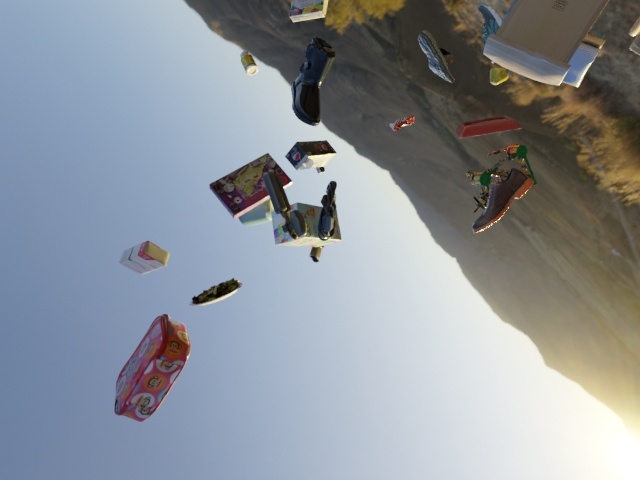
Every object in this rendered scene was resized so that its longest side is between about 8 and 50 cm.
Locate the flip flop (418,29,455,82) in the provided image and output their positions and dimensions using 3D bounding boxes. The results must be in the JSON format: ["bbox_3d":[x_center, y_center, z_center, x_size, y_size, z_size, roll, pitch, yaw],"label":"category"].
[{"bbox_3d":[0.450,-0.689,1.534,0.277,0.080,0.112,33,-164,-49],"label":"flip flop"}]

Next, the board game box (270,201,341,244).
[{"bbox_3d":[-0.054,-0.058,1.690,0.275,0.142,0.144,5,-106,-55],"label":"board game box"}]

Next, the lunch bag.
[{"bbox_3d":[-0.541,0.394,1.323,0.120,0.293,0.258,33,-178,-28],"label":"lunch bag"}]

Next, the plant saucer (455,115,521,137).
[{"bbox_3d":[0.770,-0.534,1.911,0.259,0.259,0.047,-58,-40,-65],"label":"plant saucer"}]

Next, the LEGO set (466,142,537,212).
[{"bbox_3d":[0.809,-0.287,1.902,0.255,0.331,0.192,49,174,-19],"label":"LEGO set"}]

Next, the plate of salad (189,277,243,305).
[{"bbox_3d":[-0.378,0.183,1.479,0.200,0.200,0.048,-48,-58,-73],"label":"plate of salad"}]

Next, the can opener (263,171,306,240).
[{"bbox_3d":[-0.122,-0.124,1.461,0.074,0.093,0.280,17,-135,-65],"label":"can opener"}]

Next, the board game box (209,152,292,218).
[{"bbox_3d":[-0.335,-0.271,1.997,0.208,0.347,0.056,51,156,9],"label":"board game box"}]

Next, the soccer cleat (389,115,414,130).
[{"bbox_3d":[0.247,-0.358,1.241,0.035,0.083,0.029,46,160,37],"label":"soccer cleat"}]

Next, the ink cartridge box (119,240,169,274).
[{"bbox_3d":[-0.684,0.069,1.597,0.109,0.151,0.063,42,-139,-43],"label":"ink cartridge box"}]

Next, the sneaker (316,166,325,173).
[{"bbox_3d":[-0.019,-0.376,2.003,0.040,0.044,0.108,-24,-86,-35],"label":"sneaker"}]

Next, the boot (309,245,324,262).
[{"bbox_3d":[0.000,0.000,2.072,0.091,0.228,0.263,14,173,14],"label":"boot"}]

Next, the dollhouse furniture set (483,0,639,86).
[{"bbox_3d":[0.453,-0.326,0.784,0.287,0.198,0.303,33,179,17],"label":"dollhouse furniture set"}]

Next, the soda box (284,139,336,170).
[{"bbox_3d":[-0.023,-0.238,1.138,0.053,0.060,0.169,50,-149,9],"label":"soda box"}]

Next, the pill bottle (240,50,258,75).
[{"bbox_3d":[-0.356,-0.879,2.029,0.065,0.065,0.116,16,-136,-60],"label":"pill bottle"}]

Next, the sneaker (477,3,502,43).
[{"bbox_3d":[0.516,-0.631,1.238,0.166,0.076,0.065,49,-154,-7],"label":"sneaker"}]

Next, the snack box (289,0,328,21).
[{"bbox_3d":[-0.044,-0.905,1.579,0.037,0.141,0.100,30,-114,-64],"label":"snack box"}]

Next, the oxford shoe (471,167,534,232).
[{"bbox_3d":[0.636,-0.143,1.491,0.098,0.271,0.097,43,-175,4],"label":"oxford shoe"}]

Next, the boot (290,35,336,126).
[{"bbox_3d":[-0.020,-0.530,1.361,0.094,0.207,0.246,8,-131,-26],"label":"boot"}]

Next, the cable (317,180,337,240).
[{"bbox_3d":[0.022,-0.085,1.194,0.184,0.047,0.150,86,-171,-54],"label":"cable"}]

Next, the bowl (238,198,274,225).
[{"bbox_3d":[-0.306,-0.221,2.200,0.163,0.310,0.312,6,180,17],"label":"bowl"}]
